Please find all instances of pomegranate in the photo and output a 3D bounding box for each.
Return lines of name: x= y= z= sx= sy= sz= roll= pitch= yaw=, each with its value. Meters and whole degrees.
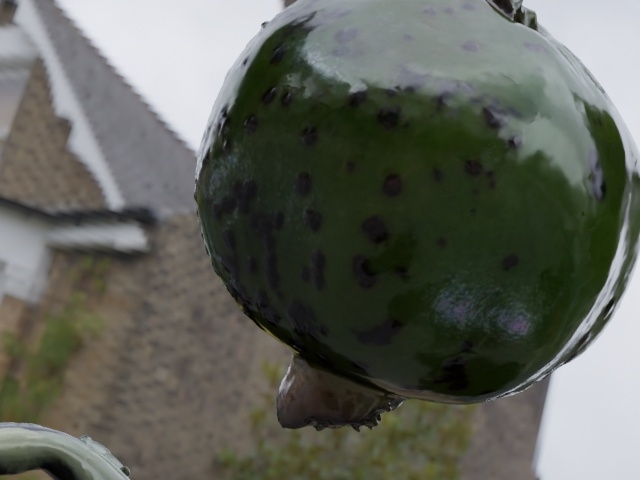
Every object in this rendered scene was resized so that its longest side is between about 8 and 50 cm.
pomegranate: x=0.051 y=-0.012 z=1.052 sx=0.254 sy=0.271 sz=0.254 roll=18 pitch=9 yaw=-3

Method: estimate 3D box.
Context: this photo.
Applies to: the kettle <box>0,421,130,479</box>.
kettle: x=-0.240 y=0.297 z=1.496 sx=0.324 sy=0.321 sz=0.228 roll=-14 pitch=-15 yaw=-35
